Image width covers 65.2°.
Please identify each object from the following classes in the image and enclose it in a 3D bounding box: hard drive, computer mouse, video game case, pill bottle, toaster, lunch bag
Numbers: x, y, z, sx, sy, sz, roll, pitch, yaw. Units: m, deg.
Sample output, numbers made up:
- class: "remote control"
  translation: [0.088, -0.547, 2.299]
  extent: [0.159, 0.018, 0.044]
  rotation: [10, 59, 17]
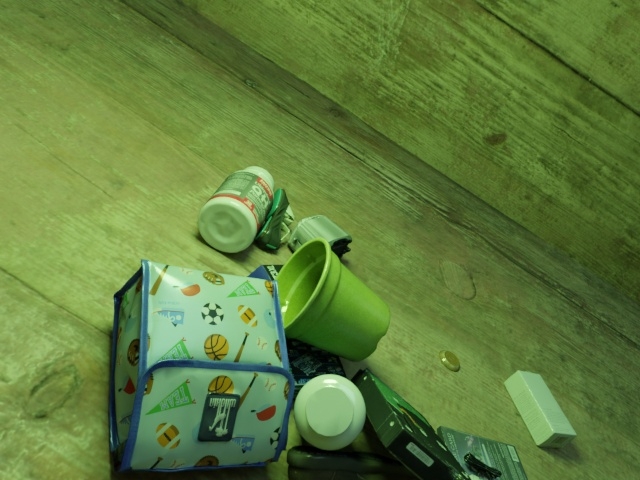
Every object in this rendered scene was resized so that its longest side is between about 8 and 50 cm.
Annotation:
- class: "hard drive"
  translation: [0.199, 0.436, 1.148]
  extent: [0.237, 0.064, 0.339]
  rotation: [42, 0, -12]
- class: "computer mouse"
  translation: [0.399, 0.618, 1.239]
  extent: [0.106, 0.042, 0.193]
  rotation: [36, 31, 1]
- class: "video game case"
  translation: [0.450, 0.620, 1.349]
  extent: [0.274, 0.026, 0.196]
  rotation: [21, 34, -19]
- class: "pill bottle"
  translation: [0.020, 0.362, 1.059]
  extent: [0.146, 0.264, 0.146]
  rotation: [0, 70, 1]
- class: "pill bottle"
  translation: [-0.245, -0.113, 1.563]
  extent: [0.176, 0.176, 0.318]
  rotation: [30, 31, -7]
- class: "toaster"
  translation: [0.000, 0.000, 1.685]
  extent: [0.146, 0.129, 0.227]
  rotation: [44, 34, 20]
- class: "lunch bag"
  translation: [-0.239, 0.259, 1.017]
  extent: [0.328, 0.239, 0.385]
  rotation: [13, 53, -32]

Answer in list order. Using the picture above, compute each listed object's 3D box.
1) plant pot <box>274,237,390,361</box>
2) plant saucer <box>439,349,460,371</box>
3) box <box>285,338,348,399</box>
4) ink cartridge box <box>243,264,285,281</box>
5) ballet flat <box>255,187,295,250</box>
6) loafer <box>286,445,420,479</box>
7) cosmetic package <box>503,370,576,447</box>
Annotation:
- class: "plant pot"
  translation: [0.029, 0.174, 1.278]
  extent: [0.254, 0.276, 0.276]
  rotation: [34, 29, -21]
- class: "plant saucer"
  translation: [0.429, 0.393, 1.651]
  extent: [0.083, 0.015, 0.083]
  rotation: [24, 33, -16]
- class: "box"
  translation: [-0.045, 0.317, 1.277]
  extent: [0.220, 0.051, 0.175]
  rotation: [10, 38, -35]
- class: "ink cartridge box"
  translation: [-0.070, 0.152, 1.477]
  extent: [0.371, 0.069, 0.175]
  rotation: [0, 45, -40]
- class: "ballet flat"
  translation: [-0.145, -0.063, 1.683]
  extent: [0.096, 0.095, 0.280]
  rotation: [35, 40, -17]
- class: "loafer"
  translation: [0.078, 0.525, 1.069]
  extent: [0.366, 0.134, 0.130]
  rotation: [20, 71, -26]
- class: "cosmetic package"
  translation: [0.713, 0.549, 1.638]
  extent: [0.117, 0.085, 0.231]
  rotation: [17, 33, -26]
